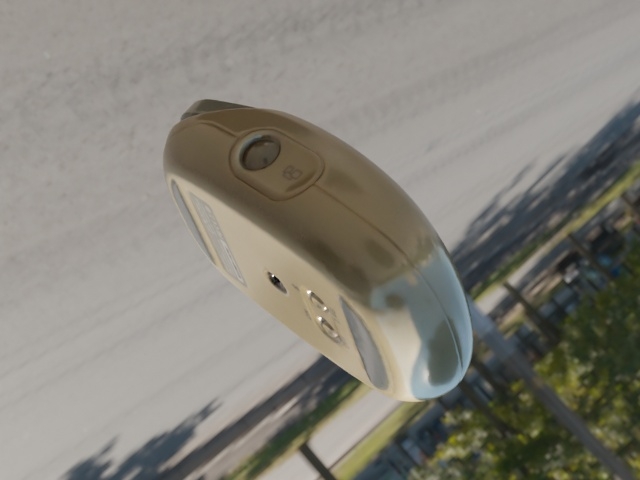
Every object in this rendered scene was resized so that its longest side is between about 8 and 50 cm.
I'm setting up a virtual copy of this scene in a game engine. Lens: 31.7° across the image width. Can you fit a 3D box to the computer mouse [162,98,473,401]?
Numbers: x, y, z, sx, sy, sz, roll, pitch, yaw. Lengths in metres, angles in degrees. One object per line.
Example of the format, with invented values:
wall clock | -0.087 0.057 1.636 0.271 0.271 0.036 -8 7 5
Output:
computer mouse | 0.000 0.000 0.662 0.082 0.236 0.145 -40 136 -17
